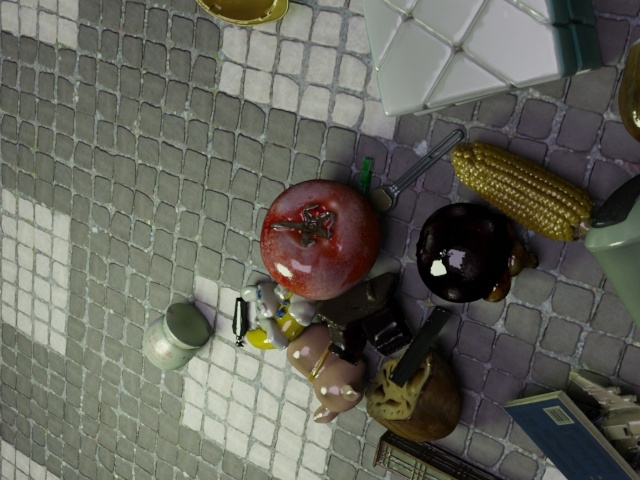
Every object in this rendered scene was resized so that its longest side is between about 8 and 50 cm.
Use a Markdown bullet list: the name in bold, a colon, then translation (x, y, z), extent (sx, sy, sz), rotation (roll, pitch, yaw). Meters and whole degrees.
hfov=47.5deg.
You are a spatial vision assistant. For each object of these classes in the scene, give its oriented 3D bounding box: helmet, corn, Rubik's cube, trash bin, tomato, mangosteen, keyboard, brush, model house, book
- **helmet**: translation (-0.164, -0.597, 1.607), extent (0.257, 0.140, 0.205), rotation (10, 142, 19)
- **corn**: translation (0.394, -0.096, 1.413), extent (0.322, 0.119, 0.119), rotation (34, 119, 26)
- **Rubik's cube**: translation (0.281, -0.410, 1.272), extent (0.318, 0.316, 0.322), rotation (-8, 100, 34)
- **trash bin**: translation (0.643, 0.075, 1.209), extent (0.280, 0.280, 0.432), rotation (-28, 91, 35)
- **tomato**: translation (0.000, 0.000, 1.616), extent (0.270, 0.227, 0.270), rotation (-4, 71, 11)
- **mangosteen**: translation (0.317, 0.031, 1.461), extent (0.249, 0.211, 0.211), rotation (9, 111, -3)
- **keyboard**: translation (0.218, 0.231, 1.593), extent (0.198, 0.010, 0.063), rotation (-55, 26, -6)
- **brush**: translation (0.204, -0.150, 1.567), extent (0.266, 0.027, 0.062), rotation (-42, 80, 33)
- **model house**: translation (0.105, 0.192, 1.647), extent (0.203, 0.141, 0.164), rotation (-18, 126, 2)
- **book**: translation (0.512, 0.418, 1.460), extent (0.269, 0.025, 0.191), rotation (48, 153, 1)

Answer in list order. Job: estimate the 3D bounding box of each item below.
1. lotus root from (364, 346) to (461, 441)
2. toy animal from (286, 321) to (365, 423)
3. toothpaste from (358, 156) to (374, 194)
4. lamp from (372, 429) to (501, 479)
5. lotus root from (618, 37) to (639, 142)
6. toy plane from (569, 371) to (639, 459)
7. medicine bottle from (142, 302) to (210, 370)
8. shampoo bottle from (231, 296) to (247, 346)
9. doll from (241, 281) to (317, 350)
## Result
- **lotus root**: translation (0.232, 0.351, 1.629), extent (0.180, 0.199, 0.188), rotation (34, 164, -24)
- **toy animal**: translation (0.015, 0.294, 1.750), extent (0.248, 0.149, 0.165), rotation (56, 141, 21)
- **toothpaste**: translation (0.103, -0.146, 1.639), extent (0.020, 0.017, 0.083), rotation (21, 114, 29)
- **lamp**: translation (0.284, 0.543, 1.676), extent (0.325, 0.089, 0.090), rotation (21, 114, 27)
- **lotus root**: translation (0.604, -0.231, 1.130), extent (0.272, 0.272, 0.192), rotation (9, 84, 30)
- **toy plane**: translation (0.584, 0.357, 1.434), extent (0.256, 0.104, 0.242), rotation (-11, 112, 41)
- **medicine bottle**: translation (-0.394, 0.264, 1.990), extent (0.143, 0.147, 0.147), rotation (-43, 79, 32)
- **shampoo bottle**: translation (-0.215, 0.219, 1.936), extent (0.048, 0.027, 0.137), rotation (17, 112, 30)
- **doll**: translation (-0.102, 0.157, 1.761), extent (0.237, 0.111, 0.252), rotation (-42, 38, 27)
